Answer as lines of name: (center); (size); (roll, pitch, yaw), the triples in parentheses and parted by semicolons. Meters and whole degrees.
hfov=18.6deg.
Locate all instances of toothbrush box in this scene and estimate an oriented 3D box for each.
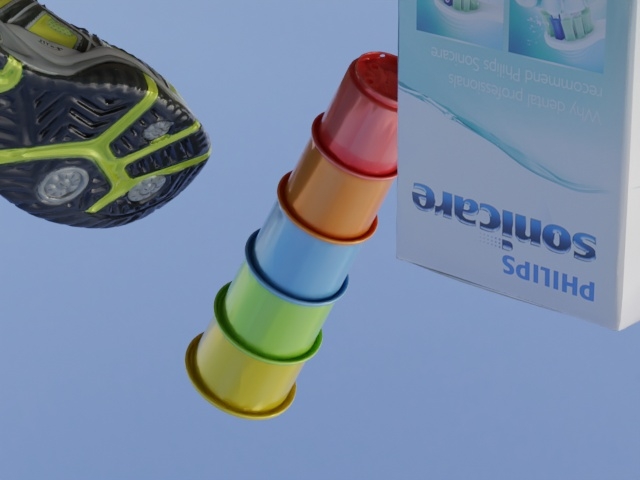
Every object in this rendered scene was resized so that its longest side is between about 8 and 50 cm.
toothbrush box: (0.147, -0.139, 0.826); (0.126, 0.295, 0.216); (18, -151, 41)

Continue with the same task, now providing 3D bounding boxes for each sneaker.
sneaker: (-0.219, -0.125, 1.349); (0.145, 0.385, 0.147); (-39, -127, 18)

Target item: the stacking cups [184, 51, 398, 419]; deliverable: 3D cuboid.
stacking cups: (0.000, 0.000, 1.450); (0.096, 0.316, 0.096); (19, -141, -16)
